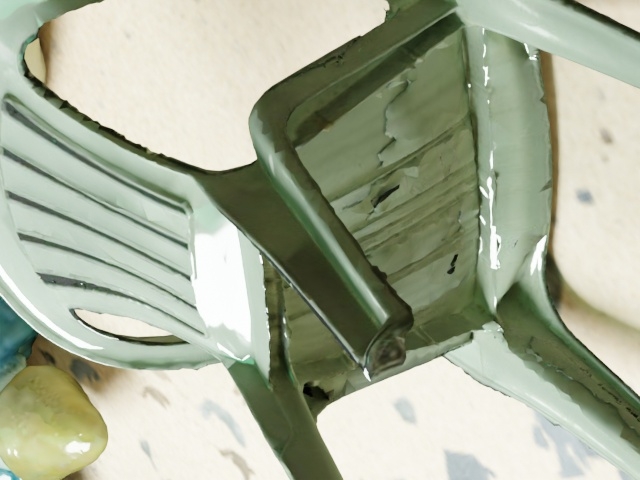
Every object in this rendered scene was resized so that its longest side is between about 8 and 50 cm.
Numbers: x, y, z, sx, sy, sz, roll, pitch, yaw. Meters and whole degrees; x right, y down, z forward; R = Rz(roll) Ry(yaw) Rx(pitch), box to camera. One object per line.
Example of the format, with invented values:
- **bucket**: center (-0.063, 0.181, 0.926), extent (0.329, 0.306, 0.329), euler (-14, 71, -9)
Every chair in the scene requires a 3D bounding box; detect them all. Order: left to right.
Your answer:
- **chair**: center (0.000, 0.000, 0.687), extent (0.275, 0.191, 0.203), euler (40, 146, 48)

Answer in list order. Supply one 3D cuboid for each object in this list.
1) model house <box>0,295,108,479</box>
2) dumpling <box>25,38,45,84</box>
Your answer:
- **model house**: center (-0.250, 0.115, 1.094), extent (0.325, 0.194, 0.267), euler (1, 118, 47)
- **dumpling**: center (-0.207, -0.106, 0.912), extent (0.162, 0.132, 0.250), euler (26, 151, 24)
